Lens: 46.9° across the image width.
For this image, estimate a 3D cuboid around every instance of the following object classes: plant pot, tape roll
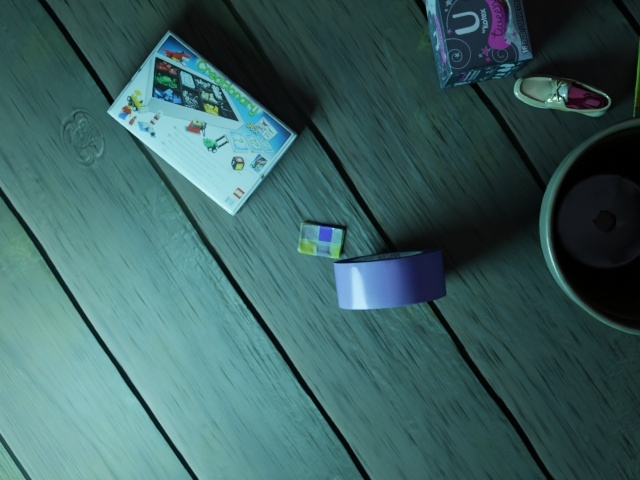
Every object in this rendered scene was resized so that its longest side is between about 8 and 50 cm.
[{"bbox_3d":[0.501,-0.026,1.197,0.323,0.280,0.323,0,92,6],"label":"plant pot"},{"bbox_3d":[0.120,0.065,1.283,0.189,0.189,0.080,-8,92,6],"label":"tape roll"}]

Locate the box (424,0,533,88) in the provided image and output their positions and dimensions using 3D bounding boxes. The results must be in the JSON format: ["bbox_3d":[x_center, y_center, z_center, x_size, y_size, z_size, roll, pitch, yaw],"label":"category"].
[{"bbox_3d":[0.256,-0.402,1.258,0.142,0.163,0.247,-12,91,4],"label":"box"}]

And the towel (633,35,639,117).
[{"bbox_3d":[0.585,-0.253,1.248,0.102,0.021,0.237,15,63,3],"label":"towel"}]

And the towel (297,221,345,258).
[{"bbox_3d":[0.000,0.000,1.380,0.083,0.009,0.060,11,93,5],"label":"towel"}]

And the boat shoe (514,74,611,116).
[{"bbox_3d":[0.430,-0.260,1.302,0.170,0.059,0.063,11,94,5],"label":"boat shoe"}]

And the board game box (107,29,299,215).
[{"bbox_3d":[-0.216,-0.215,1.367,0.305,0.053,0.193,40,96,2],"label":"board game box"}]
